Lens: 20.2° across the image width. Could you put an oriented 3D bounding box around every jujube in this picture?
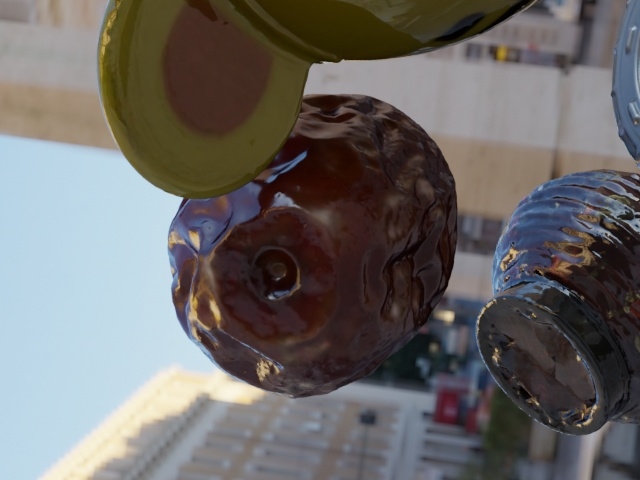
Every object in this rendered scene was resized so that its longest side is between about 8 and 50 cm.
[{"bbox_3d":[0.000,0.000,1.102,0.250,0.174,0.174,-53,-30,-75],"label":"jujube"}]

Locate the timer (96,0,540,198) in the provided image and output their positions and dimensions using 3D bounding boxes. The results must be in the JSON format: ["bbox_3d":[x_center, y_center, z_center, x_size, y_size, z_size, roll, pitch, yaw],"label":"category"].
[{"bbox_3d":[-0.003,-0.246,0.965,0.387,0.376,0.376,-34,-38,-39],"label":"timer"}]

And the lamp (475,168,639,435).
[{"bbox_3d":[0.254,0.047,1.515,0.247,0.247,0.247,8,-90,-85],"label":"lamp"}]

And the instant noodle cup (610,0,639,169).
[{"bbox_3d":[0.198,-0.068,0.714,0.177,0.125,0.208,-63,29,22],"label":"instant noodle cup"}]
